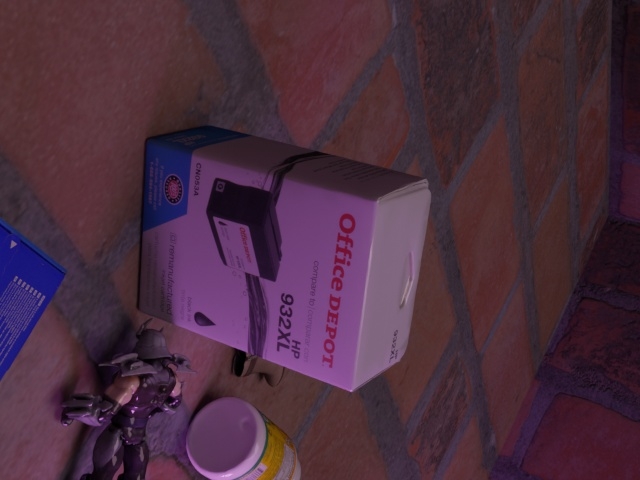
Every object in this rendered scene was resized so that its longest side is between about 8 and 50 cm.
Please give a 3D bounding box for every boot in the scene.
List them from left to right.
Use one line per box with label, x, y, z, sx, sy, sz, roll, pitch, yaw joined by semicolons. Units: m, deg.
boot;-0.095;0.183;1.345;0.087;0.042;0.118;-26;126;-46

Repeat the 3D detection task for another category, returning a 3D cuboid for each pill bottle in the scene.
pill bottle;-0.102;0.315;1.315;0.117;0.118;0.208;-63;150;-19

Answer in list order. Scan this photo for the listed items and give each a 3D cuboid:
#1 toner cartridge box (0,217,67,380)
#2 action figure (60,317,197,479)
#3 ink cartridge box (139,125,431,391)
toner cartridge box;-0.373;0.130;0.768;0.348;0.075;0.165;-63;151;-18
action figure;-0.233;0.230;1.063;0.185;0.099;0.285;14;88;-55
ink cartridge box;-0.050;0.011;1.037;0.129;0.307;0.223;-22;123;-56
